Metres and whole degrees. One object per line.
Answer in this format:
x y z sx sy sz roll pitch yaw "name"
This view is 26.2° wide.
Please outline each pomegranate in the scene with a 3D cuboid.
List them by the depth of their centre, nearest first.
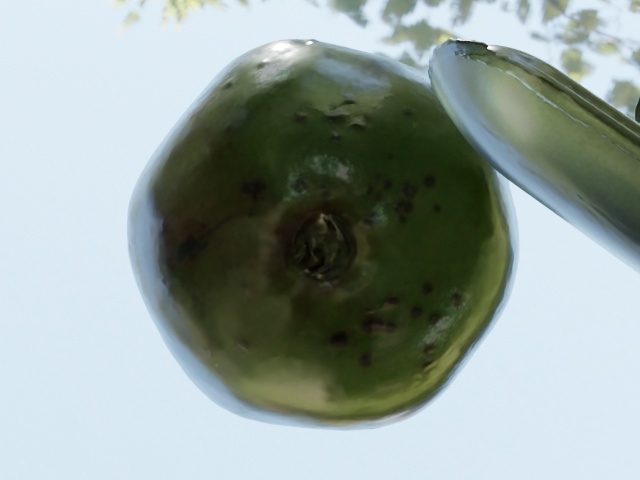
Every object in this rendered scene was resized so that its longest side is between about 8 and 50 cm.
0.000 0.000 0.660 0.181 0.224 0.182 0 -93 -5 "pomegranate"

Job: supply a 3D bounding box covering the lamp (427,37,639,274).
0.131 -0.021 0.474 0.203 0.283 0.124 41 -59 -3 "lamp"
